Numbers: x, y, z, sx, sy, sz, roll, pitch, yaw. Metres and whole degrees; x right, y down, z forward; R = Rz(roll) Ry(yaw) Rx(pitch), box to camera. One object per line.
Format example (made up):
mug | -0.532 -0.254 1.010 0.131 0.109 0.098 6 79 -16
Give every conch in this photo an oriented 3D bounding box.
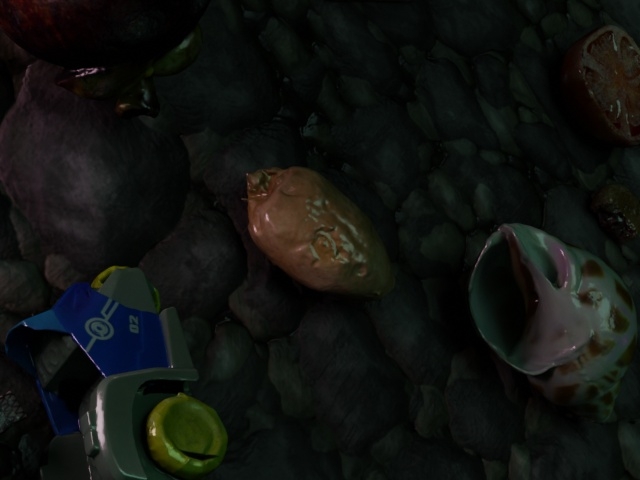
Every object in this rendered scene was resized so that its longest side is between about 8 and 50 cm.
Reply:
conch | 0.363 0.136 1.968 0.249 0.197 0.368 -28 89 -11

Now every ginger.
ginger | 0.000 0.000 1.760 0.267 0.152 0.138 45 78 -23

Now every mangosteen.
mangosteen | -0.265 -0.338 1.573 0.330 0.330 0.330 17 61 -34

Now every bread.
bread | 0.532 -0.054 2.284 0.113 0.060 0.082 49 48 -16

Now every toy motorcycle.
toy motorcycle | -0.252 0.169 1.456 0.200 0.191 0.326 5 53 -35

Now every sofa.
sofa | -0.383 0.214 1.389 0.118 0.060 0.039 -35 89 -42

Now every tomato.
tomato | 0.522 -0.278 2.351 0.237 0.095 0.236 15 66 -38
